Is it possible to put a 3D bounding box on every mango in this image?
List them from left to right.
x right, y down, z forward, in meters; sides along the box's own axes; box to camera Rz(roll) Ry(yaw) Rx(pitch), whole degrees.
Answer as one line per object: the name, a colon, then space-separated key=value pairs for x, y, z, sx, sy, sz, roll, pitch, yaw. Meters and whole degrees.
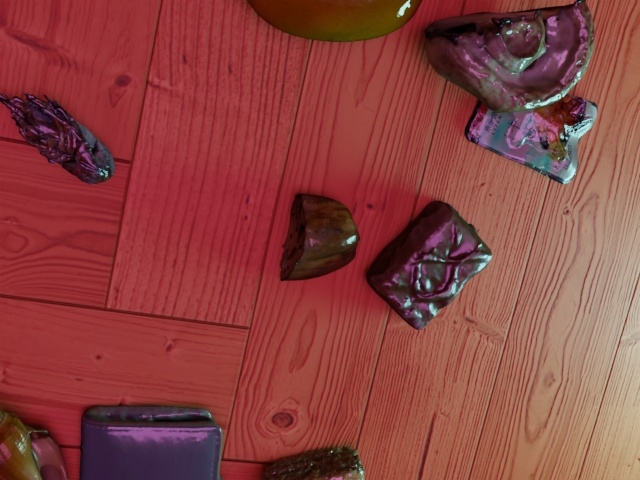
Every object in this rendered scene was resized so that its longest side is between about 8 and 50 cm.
mango: x=0.020 y=-0.413 z=1.315 sx=0.317 sy=0.173 sz=0.211 roll=-2 pitch=103 yaw=-8

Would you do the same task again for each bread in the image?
bread: x=-0.014 y=0.464 z=1.553 sx=0.196 sy=0.102 sz=0.138 roll=-11 pitch=104 yaw=-10

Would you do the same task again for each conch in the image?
conch: x=-0.483 y=0.380 z=1.409 sx=0.093 sy=0.109 sz=0.330 roll=-11 pitch=116 yaw=26

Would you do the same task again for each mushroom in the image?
mushroom: x=0.305 y=-0.297 z=1.413 sx=0.267 sy=0.189 sz=0.164 roll=-19 pitch=109 yaw=-23

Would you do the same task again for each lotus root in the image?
lotus root: x=0.002 y=-0.001 z=1.451 sx=0.135 sy=0.095 sz=0.159 roll=-7 pitch=111 yaw=-18

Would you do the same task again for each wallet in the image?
wallet: x=-0.292 y=0.464 z=1.489 sx=0.252 sy=0.083 sz=0.360 roll=2 pitch=104 yaw=-10

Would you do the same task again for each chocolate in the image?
chocolate: x=0.199 y=0.043 z=1.515 sx=0.214 sy=0.093 sz=0.148 roll=-46 pitch=112 yaw=-1

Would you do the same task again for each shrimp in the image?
shrimp: x=-0.415 y=-0.165 z=1.303 sx=0.233 sy=0.079 sz=0.090 roll=35 pitch=130 yaw=-18

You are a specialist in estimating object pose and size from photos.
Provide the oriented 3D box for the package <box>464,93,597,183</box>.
package: x=0.387 y=-0.210 z=1.533 sx=0.232 sy=0.040 sz=0.166 roll=25 pitch=94 yaw=-16
